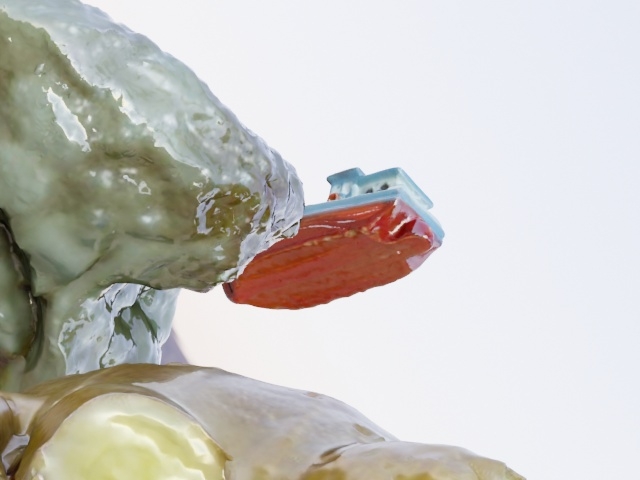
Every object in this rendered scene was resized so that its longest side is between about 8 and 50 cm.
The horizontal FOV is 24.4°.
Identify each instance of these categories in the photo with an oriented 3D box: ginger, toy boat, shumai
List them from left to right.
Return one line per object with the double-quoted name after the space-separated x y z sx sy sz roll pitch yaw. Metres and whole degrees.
-0.136 0.001 0.670 0.222 0.204 0.272 24 -13 41 "shumai"
-0.019 0.091 0.438 0.216 0.102 0.157 17 -24 4 "ginger"
0.000 0.000 0.932 0.069 0.173 0.059 44 42 -35 "toy boat"
